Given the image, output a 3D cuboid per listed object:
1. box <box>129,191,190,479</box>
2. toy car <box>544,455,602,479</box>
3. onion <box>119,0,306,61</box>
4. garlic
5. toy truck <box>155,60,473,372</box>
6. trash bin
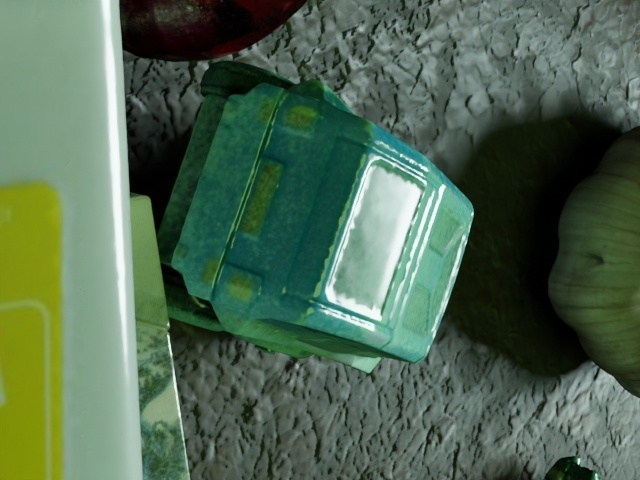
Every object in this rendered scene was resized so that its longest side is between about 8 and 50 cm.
[{"bbox_3d":[-0.146,0.095,0.752,0.069,0.164,0.257,-16,107,-33],"label":"box"},{"bbox_3d":[0.175,0.347,1.079,0.141,0.097,0.321,44,72,-34],"label":"toy car"},{"bbox_3d":[-0.061,-0.234,0.735,0.221,0.281,0.281,12,91,6],"label":"onion"},{"bbox_3d":[0.329,0.010,1.046,0.245,0.253,0.245,1,89,-35],"label":"garlic"},{"bbox_3d":[0.000,0.000,0.805,0.155,0.156,0.279,-71,159,-5],"label":"toy truck"},{"bbox_3d":[-0.219,0.051,0.574,0.255,0.296,0.368,-10,112,-39],"label":"trash bin"}]
